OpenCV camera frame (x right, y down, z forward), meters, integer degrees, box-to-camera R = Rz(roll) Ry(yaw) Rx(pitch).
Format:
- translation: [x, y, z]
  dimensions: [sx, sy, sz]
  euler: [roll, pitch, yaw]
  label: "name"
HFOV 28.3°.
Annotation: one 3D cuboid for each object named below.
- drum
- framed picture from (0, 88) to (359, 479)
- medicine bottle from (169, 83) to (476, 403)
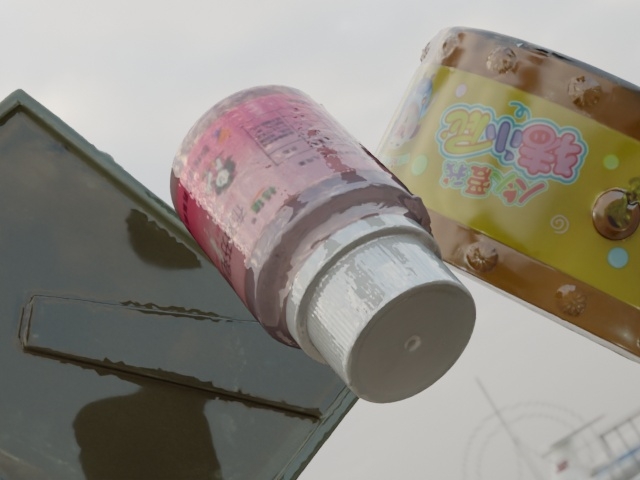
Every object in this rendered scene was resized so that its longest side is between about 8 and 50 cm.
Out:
- translation: [0.252, -0.028, 1.288]
  dimensions: [0.214, 0.431, 0.431]
  euler: [-63, -19, 0]
  label: "drum"
- translation: [-0.205, 0.089, 1.110]
  dimensions: [0.326, 0.446, 0.028]
  euler: [-47, -7, -35]
  label: "framed picture"
- translation: [0.000, 0.000, 0.892]
  dimensions: [0.147, 0.247, 0.147]
  euler: [-18, -49, -22]
  label: "medicine bottle"
